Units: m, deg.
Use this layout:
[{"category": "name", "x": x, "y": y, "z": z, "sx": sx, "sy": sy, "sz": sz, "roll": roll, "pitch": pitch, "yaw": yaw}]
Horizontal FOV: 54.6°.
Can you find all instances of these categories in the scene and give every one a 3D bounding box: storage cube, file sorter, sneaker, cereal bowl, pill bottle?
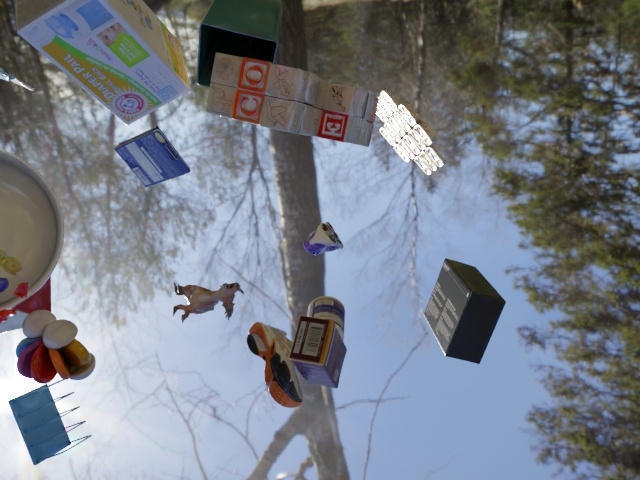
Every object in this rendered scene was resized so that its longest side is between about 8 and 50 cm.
[{"category": "storage cube", "x": -0.813, "y": 0.114, "z": 1.558, "sx": 0.184, "sy": 0.193, "sz": 0.215, "roll": -13, "pitch": 159, "yaw": 7}, {"category": "file sorter", "x": -0.661, "y": 0.441, "z": 1.530, "sx": 0.105, "sy": 0.170, "sz": 0.118, "roll": -23, "pitch": 179, "yaw": 22}, {"category": "sneaker", "x": 0.000, "y": 0.000, "z": 1.345, "sx": 0.071, "sy": 0.068, "sz": 0.170, "roll": -31, "pitch": 170, "yaw": 10}, {"category": "cereal bowl", "x": -0.699, "y": -0.014, "z": 1.253, "sx": 0.339, "sy": 0.338, "sz": 0.141, "roll": -19, "pitch": -178, "yaw": -25}, {"category": "pill bottle", "x": 0.012, "y": 0.253, "z": 1.748, "sx": 0.112, "sy": 0.111, "sz": 0.186, "roll": -6, "pitch": -149, "yaw": 8}, {"category": "sneaker", "x": -0.087, "y": 0.314, "z": 1.597, "sx": 0.121, "sy": 0.099, "sz": 0.262, "roll": 12, "pitch": -146, "yaw": -40}]

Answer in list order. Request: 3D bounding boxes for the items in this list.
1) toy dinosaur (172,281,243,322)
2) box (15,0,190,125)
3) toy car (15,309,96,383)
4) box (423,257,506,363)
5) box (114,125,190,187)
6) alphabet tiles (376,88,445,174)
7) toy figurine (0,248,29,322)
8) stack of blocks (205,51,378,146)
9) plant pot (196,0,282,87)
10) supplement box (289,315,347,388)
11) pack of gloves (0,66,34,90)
[{"category": "toy dinosaur", "x": -0.384, "y": 0.203, "z": 2.079, "sx": 0.201, "sy": 0.127, "sz": 0.296, "roll": 0, "pitch": 177, "yaw": -24}, {"category": "box", "x": -0.277, "y": -0.263, "z": 0.809, "sx": 0.114, "sy": 0.203, "sz": 0.103, "roll": -26, "pitch": -121, "yaw": 13}, {"category": "toy car", "x": -0.609, "y": 0.256, "z": 1.390, "sx": 0.182, "sy": 0.159, "sz": 0.136, "roll": 14, "pitch": -135, "yaw": 33}, {"category": "box", "x": 0.375, "y": 0.180, "z": 1.647, "sx": 0.103, "sy": 0.184, "sz": 0.261, "roll": 14, "pitch": -164, "yaw": -7}, {"category": "box", "x": -0.427, "y": -0.216, "z": 1.603, "sx": 0.225, "sy": 0.136, "sz": 0.036, "roll": -8, "pitch": -144, "yaw": 45}, {"category": "alphabet tiles", "x": 0.253, "y": -0.313, "z": 1.829, "sx": 0.021, "sy": 0.278, "sz": 0.284, "roll": -39, "pitch": -179, "yaw": -9}, {"category": "toy figurine", "x": -0.734, "y": 0.061, "z": 1.169, "sx": 0.363, "sy": 0.191, "sz": 0.217, "roll": 25, "pitch": 171, "yaw": -13}, {"category": "stack of blocks", "x": -0.029, "y": -0.211, "z": 0.968, "sx": 0.171, "sy": 0.087, "sz": 0.297, "roll": 15, "pitch": -170, "yaw": 16}, {"category": "plant pot", "x": -0.174, "y": -0.474, "z": 1.416, "sx": 0.166, "sy": 0.165, "sz": 0.234, "roll": 12, "pitch": -128, "yaw": -6}, {"category": "supplement box", "x": -0.002, "y": 0.258, "z": 1.417, "sx": 0.081, "sy": 0.188, "sz": 0.104, "roll": 7, "pitch": -117, "yaw": 17}, {"category": "pack of gloves", "x": -0.655, "y": -0.309, "z": 1.125, "sx": 0.195, "sy": 0.046, "sz": 0.232, "roll": 18, "pitch": 180, "yaw": -12}]
